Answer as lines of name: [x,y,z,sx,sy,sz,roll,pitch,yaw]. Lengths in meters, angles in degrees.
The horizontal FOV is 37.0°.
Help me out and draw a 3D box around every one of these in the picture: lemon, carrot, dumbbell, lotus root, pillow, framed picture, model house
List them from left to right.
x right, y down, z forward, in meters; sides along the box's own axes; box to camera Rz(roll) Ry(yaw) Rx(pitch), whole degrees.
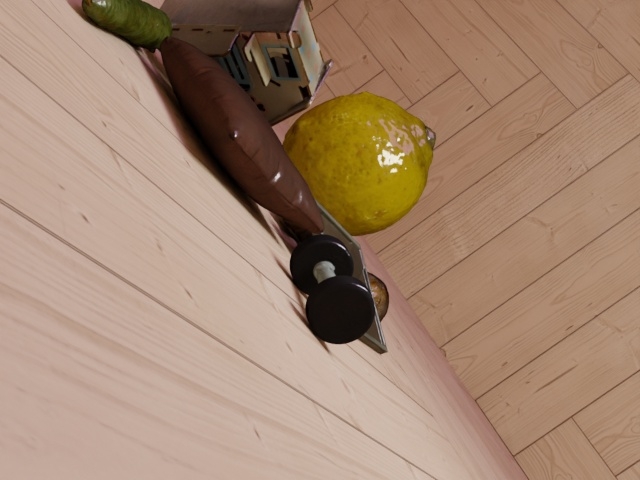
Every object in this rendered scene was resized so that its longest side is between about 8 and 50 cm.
carrot: [-0.305,-0.349,1.492,0.074,0.074,0.358,54,8,-1]
pillow: [-0.131,-0.169,1.603,0.305,0.108,0.308,54,4,41]
model house: [-0.143,-0.315,1.753,0.326,0.169,0.244,8,-33,25]
dumbbell: [0.015,0.069,1.428,0.100,0.100,0.191,52,5,-25]
framed picture: [0.053,0.075,1.789,0.324,0.020,0.240,41,32,-67]
lemon: [0.089,-0.182,2.266,0.350,0.387,0.349,-14,90,-76]
lotus root: [0.112,0.109,2.166,0.167,0.078,0.329,56,6,5]

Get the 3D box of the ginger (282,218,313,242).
ginger: [-0.001,-0.001,1.904,0.333,0.080,0.166,55,19,-49]

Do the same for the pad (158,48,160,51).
pad: [-0.342,-0.416,1.929,0.112,0.003,0.157,48,7,-43]
